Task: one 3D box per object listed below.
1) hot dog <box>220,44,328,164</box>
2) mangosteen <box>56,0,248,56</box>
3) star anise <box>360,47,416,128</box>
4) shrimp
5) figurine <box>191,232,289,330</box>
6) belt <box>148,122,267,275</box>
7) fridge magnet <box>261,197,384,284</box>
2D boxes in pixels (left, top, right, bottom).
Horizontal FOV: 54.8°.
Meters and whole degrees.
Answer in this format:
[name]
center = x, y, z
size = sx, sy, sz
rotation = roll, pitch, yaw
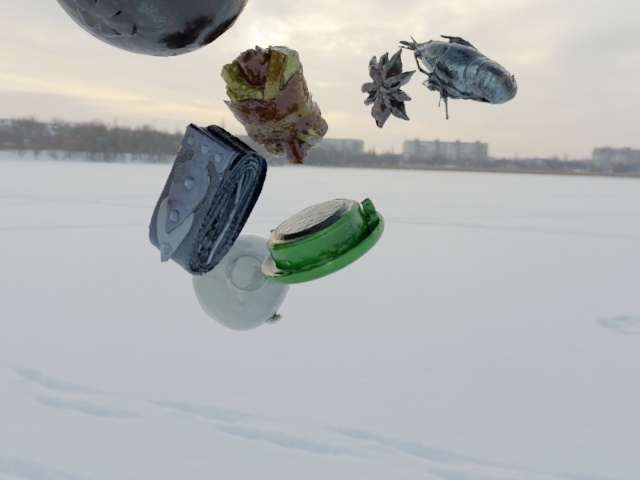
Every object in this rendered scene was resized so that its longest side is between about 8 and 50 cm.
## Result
[hot dog]
center = -0.071, -0.214, 0.999
size = 0.146, 0.213, 0.103
rotation = -21, 34, 17
[mangosteen]
center = -0.212, -0.378, 0.773
size = 0.288, 0.287, 0.288
rotation = 2, 7, 0
[star anise]
center = 0.150, -0.360, 1.465
size = 0.065, 0.195, 0.182
rotation = -11, 29, -31
[shrimp]
center = 0.303, -0.388, 1.460
size = 0.137, 0.172, 0.372
rotation = 26, 9, -37
[figurine]
center = -0.147, 0.081, 1.391
size = 0.275, 0.226, 0.394
rotation = -34, -4, -12
[belt]
center = -0.181, -0.067, 0.936
size = 0.128, 0.218, 0.122
rotation = 34, 17, 23
[fridge magnet]
center = 0.000, 0.000, 0.964
size = 0.208, 0.088, 0.208
rotation = -22, 20, 8
